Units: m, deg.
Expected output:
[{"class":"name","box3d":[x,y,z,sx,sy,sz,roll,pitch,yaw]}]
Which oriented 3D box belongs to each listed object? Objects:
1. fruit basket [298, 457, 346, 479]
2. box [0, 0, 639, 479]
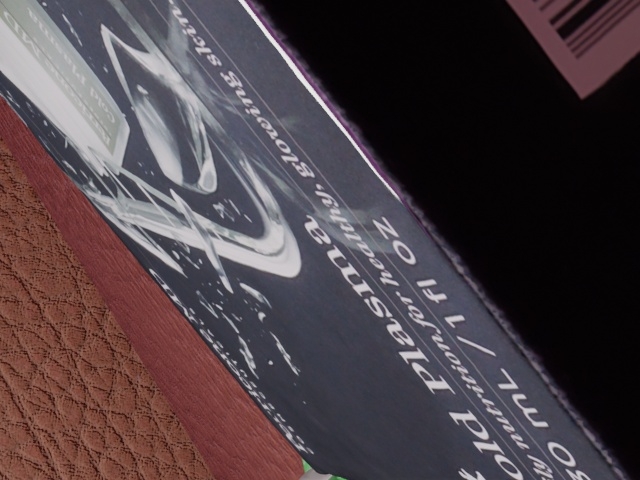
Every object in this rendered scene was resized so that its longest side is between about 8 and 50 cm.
[{"class":"fruit basket","box3d":[0.110,0.366,1.557,0.353,0.165,0.327,69,163,3]},{"class":"box","box3d":[0.025,-0.126,0.728,0.480,0.297,0.472,51,165,-8]}]
